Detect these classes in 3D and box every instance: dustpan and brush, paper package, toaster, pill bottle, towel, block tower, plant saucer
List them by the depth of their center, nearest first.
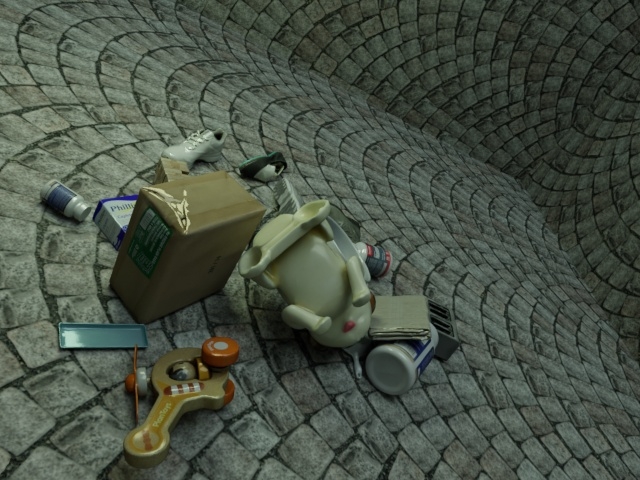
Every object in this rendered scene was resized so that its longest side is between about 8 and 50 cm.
[{"bbox_3d":[-0.492,0.220,1.207,0.192,0.018,0.067,9,40,-37],"label":"plant saucer"},{"bbox_3d":[-0.336,0.013,1.339,0.168,0.324,0.309,43,33,15],"label":"paper package"},{"bbox_3d":[-0.680,-0.105,1.418,0.120,0.067,0.067,34,32,-1],"label":"pill bottle"},{"bbox_3d":[0.105,0.320,1.600,0.147,0.060,0.211,18,29,-23],"label":"dustpan and brush"},{"bbox_3d":[0.257,0.341,1.608,0.153,0.153,0.265,43,32,13],"label":"pill bottle"},{"bbox_3d":[0.240,0.235,1.623,0.187,0.049,0.282,-2,16,9],"label":"towel"},{"bbox_3d":[-0.431,-0.112,1.636,0.097,0.091,0.335,7,42,-36],"label":"block tower"},{"bbox_3d":[0.379,0.297,1.820,0.186,0.110,0.168,27,32,-12],"label":"toaster"},{"bbox_3d":[0.162,0.065,1.931,0.180,0.108,0.108,17,36,-26],"label":"pill bottle"}]

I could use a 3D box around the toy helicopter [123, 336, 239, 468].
[{"bbox_3d":[-0.321,0.326,1.102,0.235,0.140,0.355,10,21,3],"label":"toy helicopter"}]

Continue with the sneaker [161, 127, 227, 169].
[{"bbox_3d":[-0.448,-0.339,1.886,0.111,0.129,0.297,41,33,7],"label":"sneaker"}]

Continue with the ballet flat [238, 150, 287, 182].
[{"bbox_3d":[-0.208,-0.289,2.080,0.096,0.095,0.280,50,33,2],"label":"ballet flat"}]

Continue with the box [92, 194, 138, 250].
[{"bbox_3d":[-0.537,-0.053,1.477,0.137,0.072,0.126,46,33,18],"label":"box"}]

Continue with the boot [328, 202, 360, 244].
[{"bbox_3d":[0.068,-0.042,1.995,0.247,0.083,0.161,28,33,-26],"label":"boot"}]

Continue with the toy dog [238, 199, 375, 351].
[{"bbox_3d":[-0.020,0.136,1.462,0.284,0.395,0.408,-42,107,-17],"label":"toy dog"}]

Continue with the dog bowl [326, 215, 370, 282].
[{"bbox_3d":[0.047,0.051,1.734,0.265,0.104,0.265,51,13,-17],"label":"dog bowl"}]

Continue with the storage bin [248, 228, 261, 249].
[{"bbox_3d":[-0.163,0.036,1.693,0.135,0.098,0.091,23,44,-19],"label":"storage bin"}]

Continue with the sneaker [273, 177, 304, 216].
[{"bbox_3d":[-0.088,-0.112,1.941,0.115,0.105,0.281,27,36,-38],"label":"sneaker"}]
